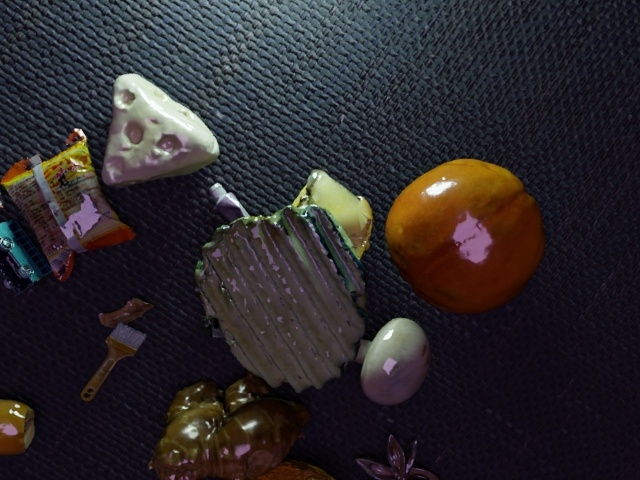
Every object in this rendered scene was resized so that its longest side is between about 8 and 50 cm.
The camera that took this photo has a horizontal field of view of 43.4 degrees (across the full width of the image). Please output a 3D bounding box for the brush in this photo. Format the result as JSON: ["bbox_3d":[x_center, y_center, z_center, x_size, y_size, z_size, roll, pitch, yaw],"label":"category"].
[{"bbox_3d":[-0.501,0.293,1.900,0.082,0.010,0.218,32,98,-29],"label":"brush"}]

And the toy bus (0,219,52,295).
[{"bbox_3d":[-0.695,0.033,1.829,0.079,0.092,0.160,-30,99,30],"label":"toy bus"}]

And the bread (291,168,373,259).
[{"bbox_3d":[0.000,0.000,1.825,0.204,0.162,0.262,33,74,-4],"label":"bread"}]

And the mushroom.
[{"bbox_3d":[0.144,0.271,1.864,0.215,0.207,0.207,16,98,30],"label":"mushroom"}]

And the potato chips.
[{"bbox_3d":[-0.067,0.129,1.721,0.358,0.070,0.429,-26,105,12],"label":"potato chips"}]

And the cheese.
[{"bbox_3d":[-0.350,-0.241,1.774,0.247,0.173,0.252,0,92,-1],"label":"cheese"}]

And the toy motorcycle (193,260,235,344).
[{"bbox_3d":[-0.196,0.165,1.848,0.205,0.127,0.275,6,101,2],"label":"toy motorcycle"}]

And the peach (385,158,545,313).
[{"bbox_3d":[0.309,0.001,1.756,0.301,0.343,0.343,-36,98,-15],"label":"peach"}]

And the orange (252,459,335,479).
[{"bbox_3d":[-0.092,0.670,1.818,0.340,0.340,0.293,0,107,-2],"label":"orange"}]

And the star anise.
[{"bbox_3d":[0.179,0.580,1.946,0.196,0.073,0.212,-31,95,-2],"label":"star anise"}]

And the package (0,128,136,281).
[{"bbox_3d":[-0.569,-0.080,1.815,0.223,0.108,0.288,-30,95,0],"label":"package"}]

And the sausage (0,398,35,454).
[{"bbox_3d":[-0.849,0.428,1.864,0.353,0.116,0.134,3,111,0],"label":"sausage"}]

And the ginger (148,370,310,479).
[{"bbox_3d":[-0.201,0.428,1.825,0.357,0.274,0.153,-6,117,1],"label":"ginger"}]

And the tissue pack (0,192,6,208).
[{"bbox_3d":[-0.898,-0.114,1.788,0.332,0.123,0.245,-23,95,1],"label":"tissue pack"}]

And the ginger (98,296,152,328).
[{"bbox_3d":[-0.452,0.169,1.884,0.137,0.057,0.044,-27,54,10],"label":"ginger"}]

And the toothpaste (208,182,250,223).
[{"bbox_3d":[-0.154,-0.007,1.861,0.048,0.075,0.301,-39,93,-8],"label":"toothpaste"}]
